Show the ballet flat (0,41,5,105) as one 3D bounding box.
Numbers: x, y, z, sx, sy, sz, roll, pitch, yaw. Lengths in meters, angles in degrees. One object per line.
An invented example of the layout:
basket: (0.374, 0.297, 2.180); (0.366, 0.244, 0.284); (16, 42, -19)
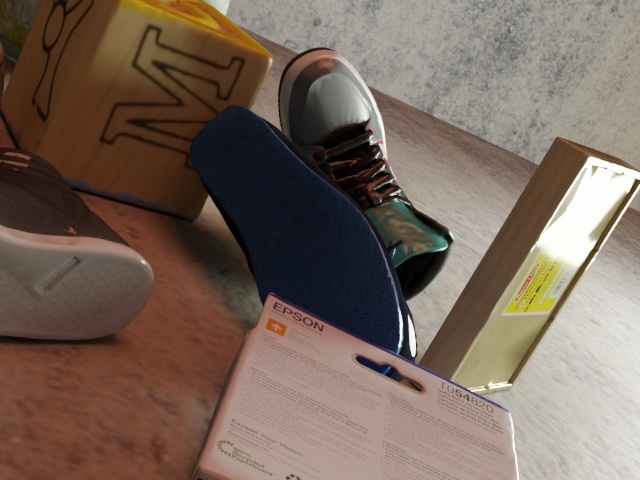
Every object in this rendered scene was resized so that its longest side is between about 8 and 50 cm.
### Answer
ballet flat: (-0.417, -0.165, 0.803); (0.123, 0.123, 0.348); (38, 19, 31)

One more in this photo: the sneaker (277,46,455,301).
sneaker: (0.049, -0.042, 0.988); (0.178, 0.124, 0.295); (52, -13, 51)

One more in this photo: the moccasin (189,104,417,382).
moccasin: (0.000, 0.000, 0.882); (0.117, 0.138, 0.342); (42, 16, -53)

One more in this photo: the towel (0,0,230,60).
towel: (-0.285, -0.335, 1.165); (0.374, 0.320, 0.090); (29, 37, 7)

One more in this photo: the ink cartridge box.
ink cartridge box: (0.033, 0.148, 0.654); (0.223, 0.045, 0.224); (27, 25, -3)

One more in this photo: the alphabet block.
alphabet block: (-0.199, -0.166, 1.007); (0.193, 0.197, 0.192); (15, 21, -37)

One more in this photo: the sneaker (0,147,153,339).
sneaker: (-0.262, -0.014, 0.632); (0.296, 0.104, 0.147); (18, 16, -50)

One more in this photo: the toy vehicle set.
toy vehicle set: (0.204, 0.034, 0.924); (0.035, 0.267, 0.166); (38, 18, 31)
